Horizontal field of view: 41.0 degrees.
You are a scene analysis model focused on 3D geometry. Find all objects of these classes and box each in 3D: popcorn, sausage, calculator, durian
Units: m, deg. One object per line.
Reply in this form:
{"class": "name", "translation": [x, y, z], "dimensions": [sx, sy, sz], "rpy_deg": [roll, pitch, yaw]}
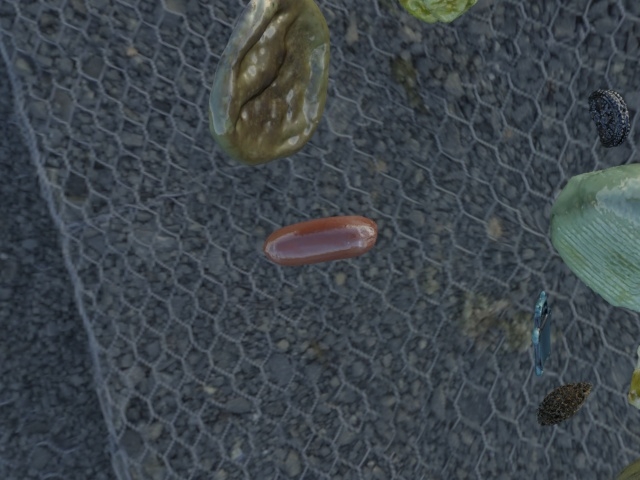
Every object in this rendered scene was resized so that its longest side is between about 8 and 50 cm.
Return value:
{"class": "popcorn", "translation": [0.222, -0.493, 1.567], "dimensions": [0.187, 0.185, 0.167], "rpy_deg": [-42, 101, -10]}
{"class": "sausage", "translation": [0.000, 0.000, 1.382], "dimensions": [0.194, 0.077, 0.077], "rpy_deg": [-8, 87, 17]}
{"class": "calculator", "translation": [0.369, 0.155, 1.428], "dimensions": [0.019, 0.094, 0.141], "rpy_deg": [7, 122, 27]}
{"class": "durian", "translation": [0.401, 0.274, 1.434], "dimensions": [0.052, 0.066, 0.130], "rpy_deg": [49, 123, 15]}

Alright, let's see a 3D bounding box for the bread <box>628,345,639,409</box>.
{"class": "bread", "translation": [0.573, 0.123, 1.141], "dimensions": [0.270, 0.211, 0.316], "rpy_deg": [22, 60, 38]}

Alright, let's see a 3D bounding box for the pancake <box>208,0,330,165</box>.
{"class": "pancake", "translation": [-0.067, -0.254, 1.335], "dimensions": [0.049, 0.294, 0.294], "rpy_deg": [16, 94, 31]}

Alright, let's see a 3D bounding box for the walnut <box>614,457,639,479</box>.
{"class": "walnut", "translation": [0.269, 0.208, 0.410], "dimensions": [0.277, 0.282, 0.253], "rpy_deg": [-13, 77, -2]}

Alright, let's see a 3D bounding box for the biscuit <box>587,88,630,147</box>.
{"class": "biscuit", "translation": [0.443, -0.189, 1.320], "dimensions": [0.027, 0.087, 0.089], "rpy_deg": [-15, 121, -16]}

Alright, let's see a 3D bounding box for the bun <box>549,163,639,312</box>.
{"class": "bun", "translation": [0.381, -0.012, 0.998], "dimensions": [0.204, 0.212, 0.126], "rpy_deg": [46, 68, -17]}
